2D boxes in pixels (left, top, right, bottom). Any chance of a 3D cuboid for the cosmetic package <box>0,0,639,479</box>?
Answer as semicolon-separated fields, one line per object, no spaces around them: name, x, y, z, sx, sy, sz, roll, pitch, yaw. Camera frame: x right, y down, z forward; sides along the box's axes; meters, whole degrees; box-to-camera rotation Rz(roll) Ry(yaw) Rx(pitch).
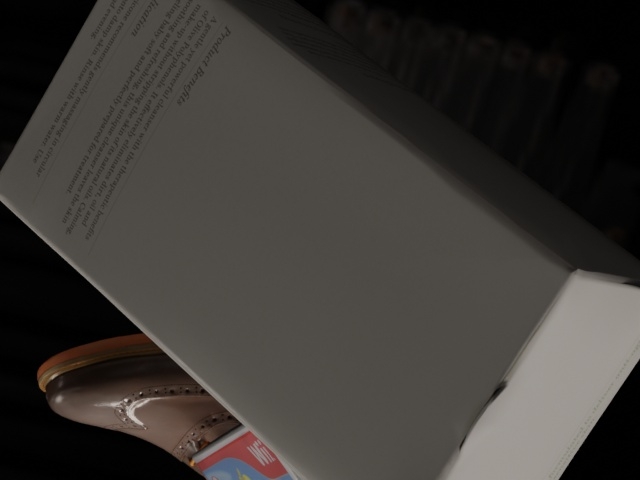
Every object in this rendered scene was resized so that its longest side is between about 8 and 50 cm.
cosmetic package;0.000;0.000;1.156;0.365;0.155;0.197;41;-74;28

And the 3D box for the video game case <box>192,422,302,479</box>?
video game case;0.024;0.242;1.310;0.025;0.285;0.204;-35;178;-20

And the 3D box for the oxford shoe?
oxford shoe;-0.067;0.167;1.703;0.130;0.364;0.133;124;-28;-59
